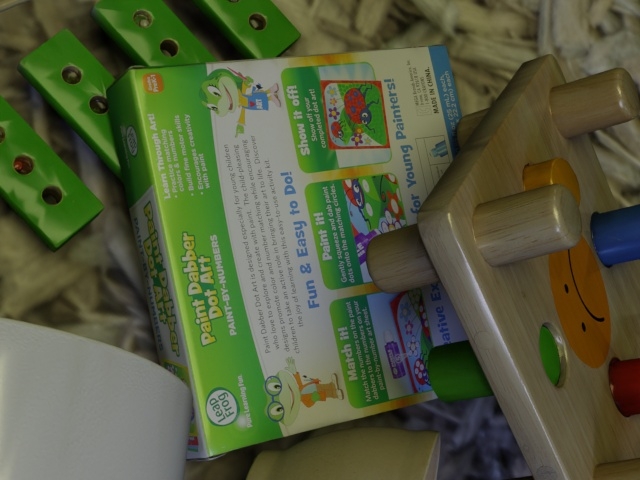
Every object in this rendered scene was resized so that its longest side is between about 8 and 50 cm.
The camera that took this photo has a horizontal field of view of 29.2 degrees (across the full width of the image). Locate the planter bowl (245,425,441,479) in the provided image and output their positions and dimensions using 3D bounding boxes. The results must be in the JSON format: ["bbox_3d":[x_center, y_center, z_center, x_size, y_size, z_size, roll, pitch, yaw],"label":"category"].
[{"bbox_3d":[0.005,0.185,0.751,0.109,0.162,0.162,11,65,10],"label":"planter bowl"}]

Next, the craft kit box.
[{"bbox_3d":[0.000,0.000,0.830,0.246,0.061,0.250,-8,83,-32],"label":"craft kit box"}]

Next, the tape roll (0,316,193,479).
[{"bbox_3d":[-0.193,0.145,0.619,0.246,0.246,0.169,13,67,-18],"label":"tape roll"}]

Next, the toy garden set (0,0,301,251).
[{"bbox_3d":[-0.166,-0.139,0.843,0.204,0.049,0.244,47,62,-3],"label":"toy garden set"}]

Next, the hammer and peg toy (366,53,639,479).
[{"bbox_3d":[0.181,0.079,0.810,0.361,0.127,0.266,63,33,-18],"label":"hammer and peg toy"}]
